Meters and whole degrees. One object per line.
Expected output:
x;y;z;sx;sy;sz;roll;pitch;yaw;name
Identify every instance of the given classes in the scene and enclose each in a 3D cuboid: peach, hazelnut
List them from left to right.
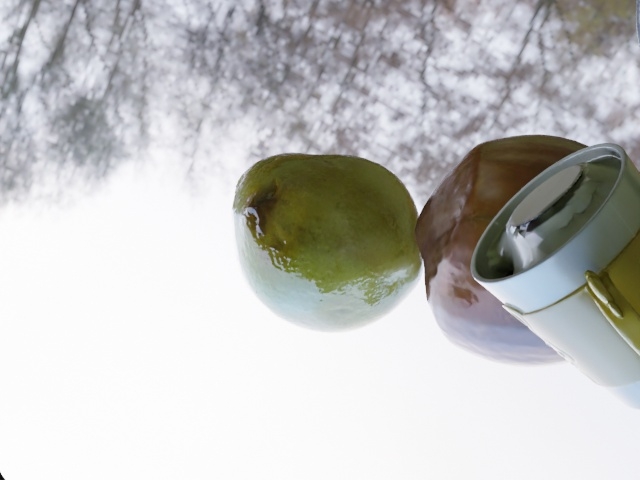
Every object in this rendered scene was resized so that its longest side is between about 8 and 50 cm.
0.007;0.002;1.892;0.314;0.281;0.315;10;171;9;peach
0.311;0.017;1.641;0.372;0.315;0.372;-7;-154;4;hazelnut

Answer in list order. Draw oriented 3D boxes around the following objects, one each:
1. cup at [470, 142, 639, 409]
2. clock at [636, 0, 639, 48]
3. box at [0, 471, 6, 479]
0.280;0.050;1.154;0.226;0.185;0.241;45;-164;-17;cup
0.435;-0.262;1.350;0.226;0.226;0.049;-2;-169;-40;clock
-0.498;0.399;1.403;0.350;0.091;0.359;-27;-109;-34;box
